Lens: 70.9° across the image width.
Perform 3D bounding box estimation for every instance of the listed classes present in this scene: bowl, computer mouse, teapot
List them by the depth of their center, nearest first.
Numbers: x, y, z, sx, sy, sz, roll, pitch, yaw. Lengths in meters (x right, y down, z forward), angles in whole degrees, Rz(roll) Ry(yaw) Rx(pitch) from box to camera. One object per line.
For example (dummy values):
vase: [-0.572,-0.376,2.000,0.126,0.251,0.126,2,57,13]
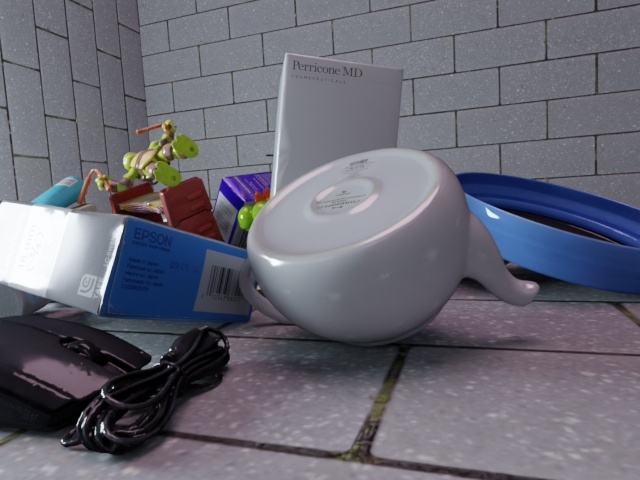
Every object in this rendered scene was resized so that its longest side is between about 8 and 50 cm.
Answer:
computer mouse: [-0.232,0.103,0.393,0.273,0.072,0.188,-2,6,10]
teapot: [0.050,0.028,0.507,0.253,0.187,0.256,-32,31,-15]
bowl: [0.407,-0.028,0.771,0.392,0.077,0.391,9,22,-4]

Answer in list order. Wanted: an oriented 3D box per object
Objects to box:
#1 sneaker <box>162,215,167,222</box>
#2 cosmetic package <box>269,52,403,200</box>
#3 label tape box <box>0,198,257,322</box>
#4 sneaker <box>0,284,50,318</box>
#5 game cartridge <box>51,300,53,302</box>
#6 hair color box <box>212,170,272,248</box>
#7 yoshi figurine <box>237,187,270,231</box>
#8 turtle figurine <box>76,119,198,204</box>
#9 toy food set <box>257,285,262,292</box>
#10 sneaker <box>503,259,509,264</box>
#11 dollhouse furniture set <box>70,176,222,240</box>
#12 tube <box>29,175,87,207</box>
sneaker: [-0.435,0.037,1.217,0.319,0.131,0.112,-28,-5,40]
cosmetic package: [0.013,-0.099,0.760,0.197,0.365,0.155,3,4,-8]
label tape box: [-0.286,0.026,0.601,0.334,0.105,0.241,7,-8,28]
sneaker: [-0.578,0.088,0.686,0.293,0.108,0.169,6,1,-11]
game cartridge: [-0.487,0.076,0.987,0.230,0.068,0.355,-10,8,-29]
hair color box: [-0.114,-0.084,1.195,0.339,0.185,0.110,-18,53,-44]
yoshi figurine: [-0.065,0.016,1.047,0.203,0.203,0.362,44,12,25]
turtle figurine: [-0.358,-0.152,0.928,0.217,0.087,0.269,10,51,41]
toy food set: [-0.109,0.085,0.821,0.083,0.020,0.083,0,5,30]
sneaker: [0.245,0.036,0.826,0.282,0.102,0.161,-6,16,5]
dollhouse furniture set: [-0.413,0.000,0.900,0.201,0.152,0.374,1,24,36]
tube: [-0.531,-0.072,0.878,0.080,0.052,0.207,-19,23,10]
